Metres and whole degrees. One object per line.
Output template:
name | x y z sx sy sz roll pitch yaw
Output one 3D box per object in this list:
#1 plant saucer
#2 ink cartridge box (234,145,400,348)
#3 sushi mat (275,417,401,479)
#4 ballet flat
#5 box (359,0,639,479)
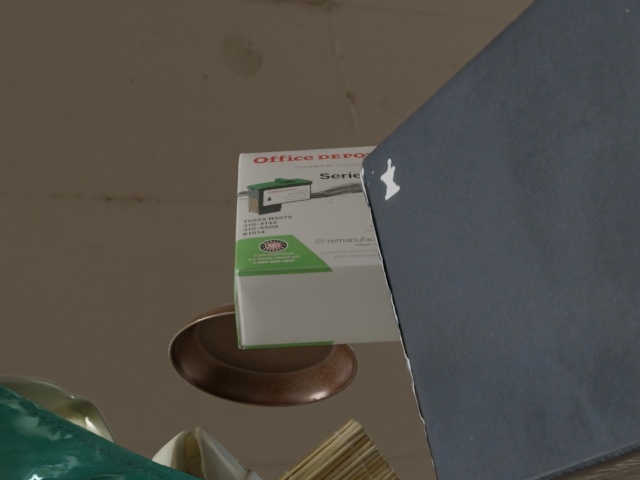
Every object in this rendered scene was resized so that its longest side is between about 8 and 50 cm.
plant saucer | -0.059 0.115 1.185 0.199 0.198 0.036 15 -128 -15
ink cartridge box | 0.000 0.000 1.064 0.160 0.092 0.219 -3 -147 -2
sushi mat | -0.041 0.333 1.117 0.316 0.019 0.151 -37 -94 -15
ballet flat | -0.071 0.103 0.431 0.247 0.083 0.087 30 -142 -35
box | 0.362 -0.031 0.756 0.472 0.480 0.297 0 -113 -29
